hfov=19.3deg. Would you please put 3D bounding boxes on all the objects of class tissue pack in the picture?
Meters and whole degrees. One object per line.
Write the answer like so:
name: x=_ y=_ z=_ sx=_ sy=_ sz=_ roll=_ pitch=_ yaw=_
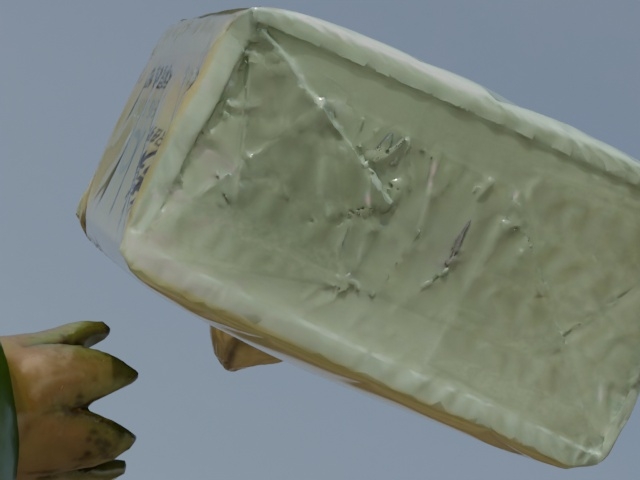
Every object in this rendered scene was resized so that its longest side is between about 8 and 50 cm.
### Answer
tissue pack: x=0.025 y=-0.014 z=1.272 sx=0.332 sy=0.205 sz=0.405 roll=25 pitch=-1 yaw=-12

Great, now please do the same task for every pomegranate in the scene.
pomegranate: x=-0.275 y=0.148 z=1.105 sx=0.358 sy=0.216 sz=0.310 roll=0 pitch=-8 yaw=-32

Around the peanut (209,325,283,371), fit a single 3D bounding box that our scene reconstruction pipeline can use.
peanut: x=-0.001 y=0.000 z=2.010 sx=0.158 sy=0.340 sz=0.174 roll=35 pitch=-5 yaw=-25
